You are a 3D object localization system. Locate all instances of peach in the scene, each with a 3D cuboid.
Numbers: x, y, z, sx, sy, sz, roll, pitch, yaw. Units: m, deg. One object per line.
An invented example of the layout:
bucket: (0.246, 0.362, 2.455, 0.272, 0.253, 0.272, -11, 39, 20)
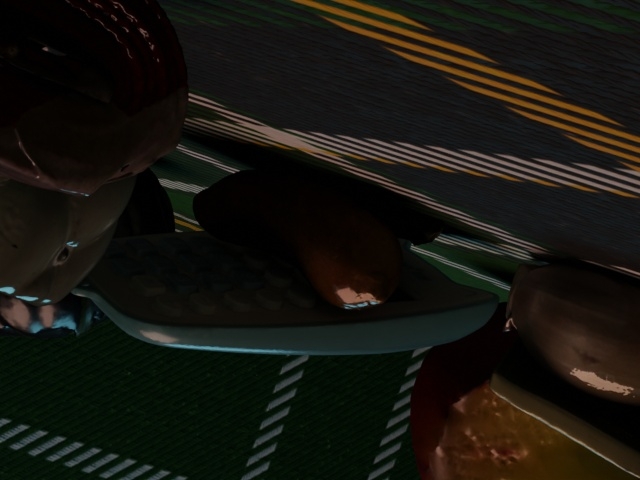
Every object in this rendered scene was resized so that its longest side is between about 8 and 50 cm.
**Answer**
peach: (0.263, 0.208, 1.950, 0.338, 0.281, 0.281, 27, -179, 36)

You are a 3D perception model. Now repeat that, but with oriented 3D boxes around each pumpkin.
pumpkin: (-0.312, -0.033, 2.112, 0.295, 0.296, 0.296, 20, 176, 2)

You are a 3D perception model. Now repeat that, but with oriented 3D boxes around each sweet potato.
sweet potato: (-0.024, -0.017, 1.695, 0.097, 0.097, 0.292, 24, -177, -42)

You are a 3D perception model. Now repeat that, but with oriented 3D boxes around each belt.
belt: (-0.177, -0.106, 1.019, 0.201, 0.128, 0.124, 28, 173, -36)

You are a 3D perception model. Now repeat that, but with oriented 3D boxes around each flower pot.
flower pot: (-0.245, -0.072, 1.331, 0.246, 0.195, 0.246, 19, 175, 2)

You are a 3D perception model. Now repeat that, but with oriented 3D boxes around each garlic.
garlic: (0.287, 0.090, 1.625, 0.266, 0.148, 0.128, 25, 140, 5)

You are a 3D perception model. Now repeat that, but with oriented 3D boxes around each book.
book: (0.268, 0.131, 1.708, 0.201, 0.026, 0.289, 28, -158, 8)

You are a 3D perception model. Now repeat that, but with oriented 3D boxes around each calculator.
calculator: (-0.048, 0.043, 1.733, 0.386, 0.054, 0.256, 1, -161, -27)

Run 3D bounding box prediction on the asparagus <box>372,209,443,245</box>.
asparagus: (0.080, -0.011, 1.717, 0.021, 0.025, 0.108, 35, 168, -34)
